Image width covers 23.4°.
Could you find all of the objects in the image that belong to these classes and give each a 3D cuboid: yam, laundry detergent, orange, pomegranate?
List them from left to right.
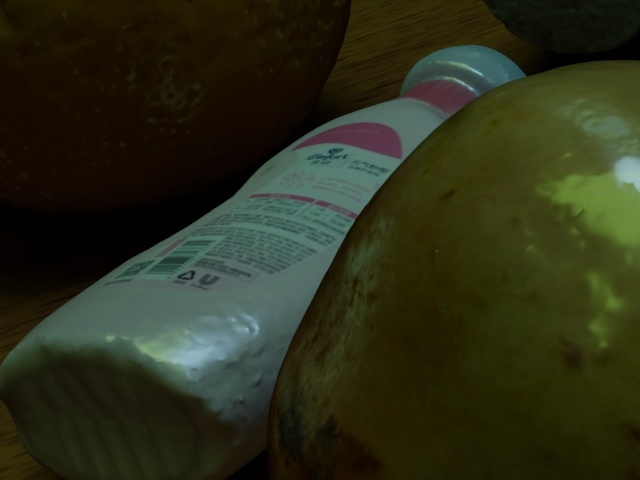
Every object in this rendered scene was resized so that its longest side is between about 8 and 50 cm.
[{"bbox_3d":[-0.141,-0.165,0.991,0.341,0.293,0.340,-12,36,9],"label":"orange"},{"bbox_3d":[0.000,0.000,0.753,0.159,0.088,0.335,-2,26,38],"label":"laundry detergent"},{"bbox_3d":[0.201,-0.221,1.068,0.133,0.133,0.330,-8,19,26],"label":"yam"},{"bbox_3d":[0.088,0.057,0.398,0.209,0.209,0.209,-16,21,7],"label":"pomegranate"}]

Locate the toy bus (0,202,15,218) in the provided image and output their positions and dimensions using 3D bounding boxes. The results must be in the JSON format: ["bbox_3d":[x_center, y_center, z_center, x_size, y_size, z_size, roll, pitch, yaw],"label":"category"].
[{"bbox_3d":[-0.231,-0.039,1.096,0.038,0.046,0.083,4,34,46],"label":"toy bus"}]
